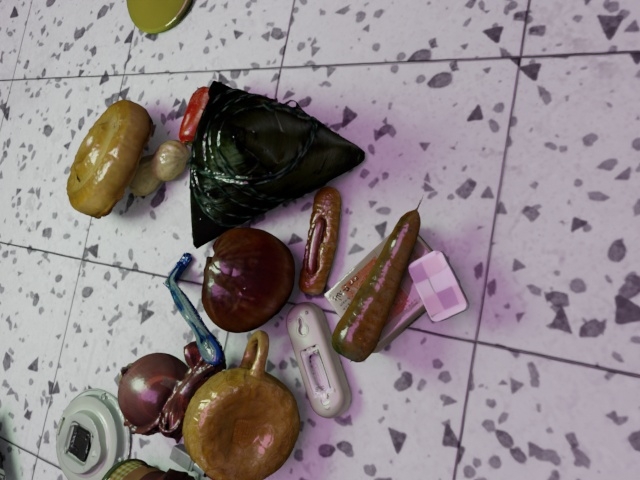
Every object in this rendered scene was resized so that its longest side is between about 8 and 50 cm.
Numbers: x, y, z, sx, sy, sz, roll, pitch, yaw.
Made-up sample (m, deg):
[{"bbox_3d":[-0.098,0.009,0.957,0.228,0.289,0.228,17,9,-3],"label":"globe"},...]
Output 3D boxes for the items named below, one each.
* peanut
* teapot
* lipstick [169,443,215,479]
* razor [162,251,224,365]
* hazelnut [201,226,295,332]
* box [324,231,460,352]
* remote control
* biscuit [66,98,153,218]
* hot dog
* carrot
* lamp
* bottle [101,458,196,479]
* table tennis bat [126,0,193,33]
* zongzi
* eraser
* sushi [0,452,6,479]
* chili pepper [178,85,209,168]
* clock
[{"bbox_3d":[-0.381,-0.167,1.219,0.187,0.082,0.082,-26,70,21],"label":"peanut"},{"bbox_3d":[-0.147,0.317,0.964,0.167,0.203,0.311,-178,100,-71],"label":"teapot"},{"bbox_3d":[-0.249,0.456,1.059,0.129,0.030,0.030,17,88,29],"label":"lipstick"},{"bbox_3d":[-0.266,0.136,1.052,0.093,0.056,0.324,-53,41,10],"label":"razor"},{"bbox_3d":[-0.143,0.078,0.998,0.178,0.178,0.204,33,96,28],"label":"hazelnut"},{"bbox_3d":[0.123,0.085,0.920,0.201,0.058,0.141,-43,65,15],"label":"box"},{"bbox_3d":[-0.008,0.219,0.972,0.078,0.042,0.221,-27,70,22],"label":"remote control"},{"bbox_3d":[-0.507,-0.199,1.229,0.296,0.102,0.296,-26,52,39],"label":"biscuit"},{"bbox_3d":[0.000,0.000,1.006,0.066,0.047,0.215,10,85,26],"label":"hot dog"},{"bbox_3d":[0.108,0.061,0.862,0.078,0.078,0.298,27,91,29],"label":"carrot"},{"bbox_3d":[-0.305,0.297,1.056,0.223,0.151,0.215,15,74,23],"label":"lamp"},{"bbox_3d":[-0.305,0.513,1.007,0.271,0.156,0.143,1,87,32],"label":"bottle"},{"bbox_3d":[-0.445,-0.699,1.369,0.224,0.054,0.368,-38,70,18],"label":"table tennis bat"},{"bbox_3d":[-0.157,-0.119,1.032,0.383,0.319,0.362,26,106,44],"label":"zongzi"},{"bbox_3d":[0.190,0.074,0.839,0.065,0.026,0.105,-31,70,22],"label":"eraser"},{"bbox_3d":[-0.879,0.566,1.359,0.231,0.047,0.219,-33,72,23],"label":"sushi"},{"bbox_3d":[-0.275,-0.245,1.173,0.084,0.086,0.192,11,75,-2],"label":"chili pepper"},{"bbox_3d":[-0.538,0.462,1.197,0.237,0.053,0.236,-6,77,27],"label":"clock"}]
